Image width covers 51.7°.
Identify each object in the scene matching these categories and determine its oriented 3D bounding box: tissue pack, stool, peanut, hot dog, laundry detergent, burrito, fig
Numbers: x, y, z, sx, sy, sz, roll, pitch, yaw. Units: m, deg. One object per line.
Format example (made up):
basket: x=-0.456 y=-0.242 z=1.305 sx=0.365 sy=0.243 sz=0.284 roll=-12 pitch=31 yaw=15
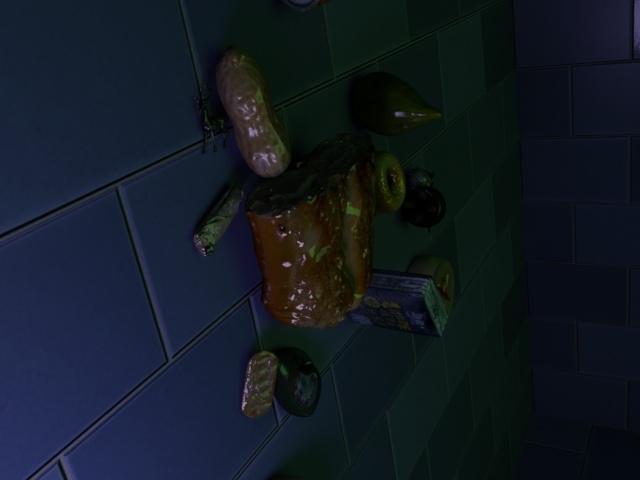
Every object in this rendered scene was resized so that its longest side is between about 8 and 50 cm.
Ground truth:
tissue pack: x=0.173 y=0.154 z=1.665 sx=0.081 sy=0.257 sz=0.185 roll=-64 pitch=143 yaw=-30
stool: x=0.309 y=-0.130 z=2.013 sx=0.121 sy=0.125 sz=0.217 roll=10 pitch=74 yaw=-58
peanut: x=-0.130 y=-0.241 z=1.255 sx=0.101 sy=0.117 sz=0.263 roll=-29 pitch=121 yaw=-14
hot dog: x=0.000 y=0.000 z=1.421 sx=0.367 sy=0.196 sz=0.366 roll=-41 pitch=132 yaw=-42
laundry detergent: x=-0.067 y=0.297 z=1.461 sx=0.211 sy=0.063 sz=0.137 roll=55 pitch=43 yaw=-44
burrito: x=-0.186 y=-0.045 z=1.240 sx=0.171 sy=0.042 sz=0.051 roll=-59 pitch=137 yaw=-35
fig: x=0.185 y=-0.336 z=1.707 sx=0.167 sy=0.233 sz=0.167 roll=-32 pitch=155 yaw=-17

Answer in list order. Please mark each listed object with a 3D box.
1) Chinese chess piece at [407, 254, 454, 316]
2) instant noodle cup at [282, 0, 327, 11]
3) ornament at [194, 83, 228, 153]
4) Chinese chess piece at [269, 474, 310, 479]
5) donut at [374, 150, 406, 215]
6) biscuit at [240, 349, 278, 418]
Chinese chess piece: x=0.356 y=0.171 z=2.144 sx=0.251 sy=0.097 sz=0.251 roll=-13 pitch=105 yaw=-60
instant noodle cup: x=-0.014 y=-0.568 z=1.368 sx=0.144 sy=0.182 sz=0.182 roll=-45 pitch=131 yaw=-36
ornament: x=-0.199 y=-0.226 z=1.212 sx=0.073 sy=0.028 sz=0.125 roll=-37 pitch=126 yaw=-52
Chinese chess piece: x=-0.077 y=0.642 z=1.439 sx=0.249 sy=0.103 sz=0.250 roll=-5 pitch=95 yaw=-61
donut: x=0.179 y=-0.160 z=1.827 sx=0.174 sy=0.074 sz=0.190 roll=-53 pitch=136 yaw=-43
biscuit: x=-0.125 y=0.296 z=1.361 sx=0.071 sy=0.018 sz=0.147 roll=5 pitch=99 yaw=-31
